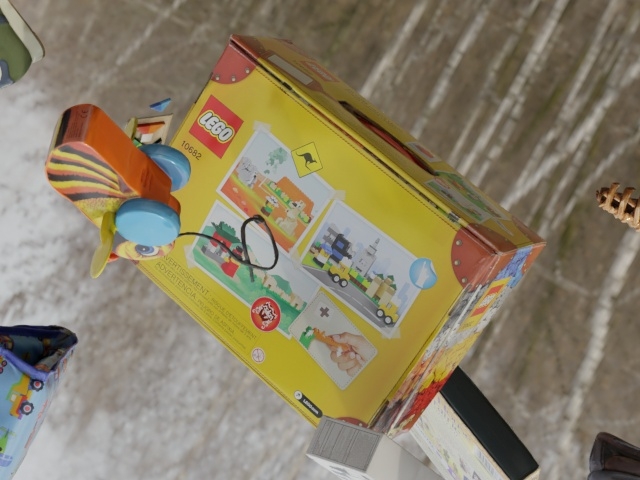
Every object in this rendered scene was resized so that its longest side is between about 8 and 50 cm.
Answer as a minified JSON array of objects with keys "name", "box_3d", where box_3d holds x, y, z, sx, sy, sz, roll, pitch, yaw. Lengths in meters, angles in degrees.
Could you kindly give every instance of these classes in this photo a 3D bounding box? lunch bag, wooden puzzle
[{"name":"lunch bag","box_3d":[-0.398,0.221,1.715,0.138,0.221,0.293,27,-176,7]},{"name":"wooden puzzle","box_3d":[-0.235,-0.141,1.827,0.078,0.116,0.014,-19,-121,-26]}]

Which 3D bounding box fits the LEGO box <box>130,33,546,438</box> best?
[{"name":"LEGO box","box_3d":[0.000,0.000,1.942,0.500,0.372,0.193,41,-159,18]}]

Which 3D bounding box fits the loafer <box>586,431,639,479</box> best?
[{"name":"loafer","box_3d":[0.551,0.359,2.056,0.302,0.095,0.109,12,154,-9]}]

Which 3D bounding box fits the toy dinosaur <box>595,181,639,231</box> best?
[{"name":"toy dinosaur","box_3d":[0.391,-0.028,1.113,0.322,0.218,0.164,10,164,-36]}]

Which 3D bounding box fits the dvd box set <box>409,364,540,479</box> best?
[{"name":"dvd box set","box_3d":[0.263,0.367,2.419,0.307,0.062,0.420,51,166,25]}]

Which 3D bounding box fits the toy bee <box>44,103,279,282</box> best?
[{"name":"toy bee","box_3d":[-0.212,-0.024,1.505,0.298,0.162,0.195,54,-143,-22]}]

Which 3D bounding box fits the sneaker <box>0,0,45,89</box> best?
[{"name":"sneaker","box_3d":[-0.381,-0.240,1.444,0.064,0.086,0.192,7,142,49]}]

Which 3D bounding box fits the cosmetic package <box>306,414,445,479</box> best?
[{"name":"cosmetic package","box_3d":[0.087,0.301,1.724,0.099,0.060,0.239,13,161,40]}]
